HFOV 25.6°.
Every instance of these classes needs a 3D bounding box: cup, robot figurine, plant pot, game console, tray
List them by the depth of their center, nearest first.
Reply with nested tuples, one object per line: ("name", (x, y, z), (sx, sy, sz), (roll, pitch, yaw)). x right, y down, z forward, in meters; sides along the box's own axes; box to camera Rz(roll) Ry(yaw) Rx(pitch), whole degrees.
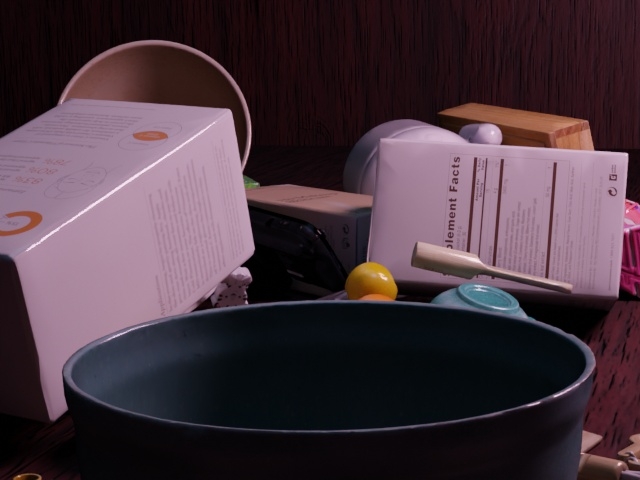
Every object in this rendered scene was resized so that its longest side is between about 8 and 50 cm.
("plant pot", (0.005, 0.158, 0.802), (0.293, 0.196, 0.293), (-1, 9, 0))
("game console", (-0.076, 0.005, 1.774), (0.044, 0.213, 0.361), (-50, 32, -15))
("robot figurine", (0.147, -0.081, 2.167), (0.300, 0.200, 0.353), (-42, 12, 1))
("tray", (0.313, -0.100, 2.237), (0.076, 0.203, 0.411), (-17, 14, -14))
("cup", (-0.289, -0.150, 2.458), (0.331, 0.331, 0.237), (-2, -15, -5))

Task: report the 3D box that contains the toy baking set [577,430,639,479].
("toy baking set", (0.228, 0.181, 1.134), (0.197, 0.030, 0.256), (0, 10, 7))

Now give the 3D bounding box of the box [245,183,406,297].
("box", (0.000, 0.000, 1.951), (0.148, 0.121, 0.311), (-9, 13, -40))

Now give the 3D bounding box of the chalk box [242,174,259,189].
("chalk box", (-0.162, -0.031, 2.121), (0.213, 0.132, 0.132), (-5, 11, -19))

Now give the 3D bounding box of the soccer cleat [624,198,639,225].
("soccer cleat", (0.447, -0.047, 2.254), (0.248, 0.095, 0.083), (8, 13, 44))

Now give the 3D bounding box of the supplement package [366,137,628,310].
("supplement package", (0.214, -0.016, 1.707), (0.293, 0.175, 0.177), (4, -6, 10))

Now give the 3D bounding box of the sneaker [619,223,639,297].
("sneaker", (0.382, 0.019, 1.855), (0.252, 0.103, 0.111), (1, 11, 7))

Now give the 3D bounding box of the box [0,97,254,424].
("box", (-0.250, 0.003, 1.360), (0.215, 0.168, 0.345), (7, 28, 29))

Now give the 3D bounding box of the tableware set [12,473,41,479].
("tableware set", (-0.167, 0.194, 1.127), (0.154, 0.024, 0.104), (-4, 10, -15))

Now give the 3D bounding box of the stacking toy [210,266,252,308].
("stacking toy", (-0.002, 0.096, 1.503), (0.221, 0.052, 0.167), (3, 30, -17))

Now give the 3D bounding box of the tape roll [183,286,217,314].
("tape roll", (-0.299, 0.038, 1.628), (0.392, 0.072, 0.392), (-12, 21, 5))

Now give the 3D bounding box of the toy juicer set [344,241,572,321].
("toy juicer set", (0.130, 0.084, 1.473), (0.209, 0.089, 0.329), (20, 20, 15))

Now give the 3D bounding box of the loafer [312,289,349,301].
("loafer", (0.018, 0.085, 1.641), (0.061, 0.062, 0.170), (2, 8, 45))
